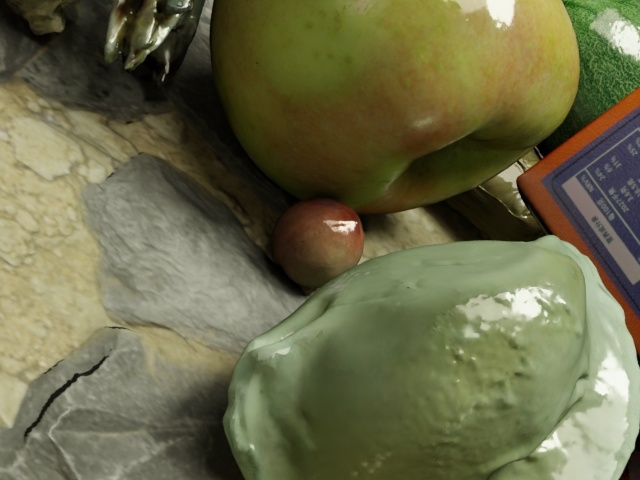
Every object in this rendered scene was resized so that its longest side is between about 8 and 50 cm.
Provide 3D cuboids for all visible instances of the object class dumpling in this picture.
[{"bbox_3d":[0.092,0.108,1.467,0.211,0.321,0.270,67,5,-51],"label":"dumpling"}]

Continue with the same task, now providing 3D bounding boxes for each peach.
[{"bbox_3d":[-0.001,-0.001,1.653,0.083,0.083,0.083,28,33,-20],"label":"peach"}]

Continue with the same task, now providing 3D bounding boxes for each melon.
[{"bbox_3d":[0.300,-0.135,1.942,0.287,0.182,0.182,55,20,-33],"label":"melon"}]

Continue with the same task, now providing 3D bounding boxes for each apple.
[{"bbox_3d":[0.058,-0.179,1.710,0.319,0.319,0.277,1,61,-47],"label":"apple"}]

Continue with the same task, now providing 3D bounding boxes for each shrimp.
[{"bbox_3d":[-0.122,-0.249,1.710,0.085,0.247,0.360,16,43,3],"label":"shrimp"}]

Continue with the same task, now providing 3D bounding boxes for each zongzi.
[{"bbox_3d":[0.131,-0.067,1.873,0.197,0.099,0.194,-9,55,-35],"label":"zongzi"}]

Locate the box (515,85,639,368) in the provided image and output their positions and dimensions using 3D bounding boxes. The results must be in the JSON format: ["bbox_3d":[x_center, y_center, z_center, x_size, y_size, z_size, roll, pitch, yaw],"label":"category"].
[{"bbox_3d":[0.402,0.051,1.762,0.348,0.257,0.318,58,9,30],"label":"box"}]

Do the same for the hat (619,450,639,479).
[{"bbox_3d":[0.221,0.181,1.655,0.227,0.129,0.140,35,69,-42],"label":"hat"}]

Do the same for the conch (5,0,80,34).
[{"bbox_3d":[-0.262,-0.324,1.702,0.210,0.159,0.291,-1,75,-1],"label":"conch"}]
